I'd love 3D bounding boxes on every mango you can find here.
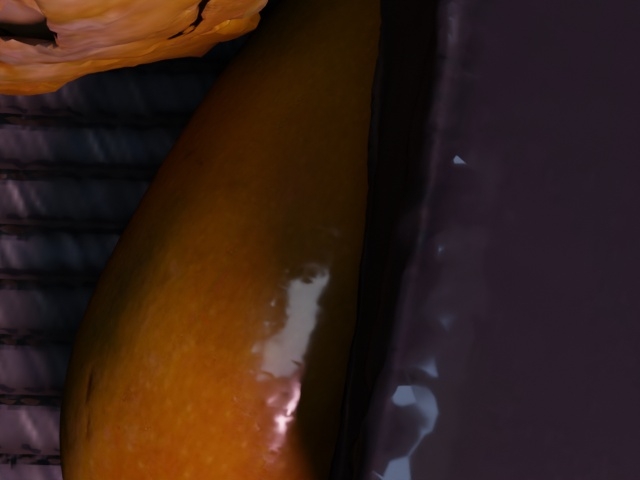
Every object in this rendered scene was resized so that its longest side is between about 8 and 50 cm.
[{"bbox_3d":[0.000,0.000,0.526,0.113,0.138,0.253,28,90,-4],"label":"mango"}]

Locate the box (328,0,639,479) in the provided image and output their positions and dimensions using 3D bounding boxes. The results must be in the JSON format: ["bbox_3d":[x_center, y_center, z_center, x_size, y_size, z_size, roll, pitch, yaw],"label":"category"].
[{"bbox_3d":[0.168,-0.016,0.498,0.359,0.091,0.350,13,79,-27],"label":"box"}]

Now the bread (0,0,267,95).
[{"bbox_3d":[-0.155,-0.180,0.424,0.358,0.337,0.204,22,68,-9],"label":"bread"}]
